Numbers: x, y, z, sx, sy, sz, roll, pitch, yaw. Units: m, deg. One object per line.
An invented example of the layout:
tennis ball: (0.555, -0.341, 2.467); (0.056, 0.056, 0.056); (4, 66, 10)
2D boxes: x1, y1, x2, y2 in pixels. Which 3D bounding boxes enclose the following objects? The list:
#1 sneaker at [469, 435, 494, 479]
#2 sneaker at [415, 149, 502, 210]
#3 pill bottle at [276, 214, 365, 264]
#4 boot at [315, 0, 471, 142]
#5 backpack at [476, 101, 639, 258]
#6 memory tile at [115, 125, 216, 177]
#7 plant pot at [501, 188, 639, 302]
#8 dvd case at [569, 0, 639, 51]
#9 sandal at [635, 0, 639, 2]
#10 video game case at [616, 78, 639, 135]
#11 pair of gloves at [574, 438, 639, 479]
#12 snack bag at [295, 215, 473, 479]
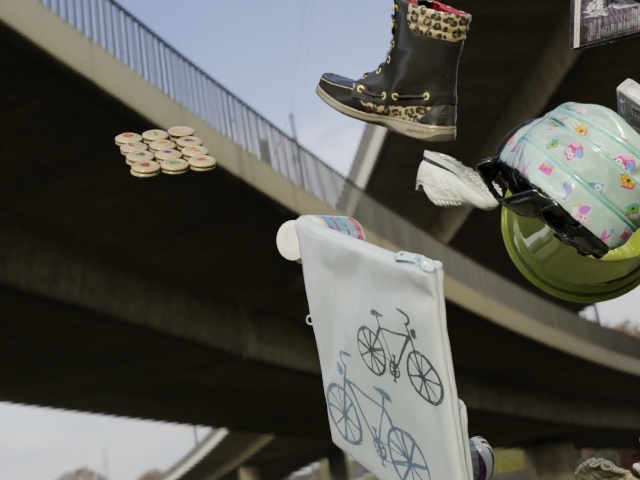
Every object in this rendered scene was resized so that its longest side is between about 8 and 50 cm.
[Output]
sneaker: (0.216, 0.422, 1.508); (0.098, 0.224, 0.083); (-1, 13, -15)
sneaker: (0.277, -0.102, 1.890); (0.090, 0.095, 0.235); (13, 18, -33)
pill bottle: (0.000, 0.000, 1.588); (0.087, 0.087, 0.160); (-22, -12, 34)
boot: (0.162, -0.396, 2.060); (0.138, 0.284, 0.377); (-13, 32, -44)
backpack: (0.230, -0.056, 0.833); (0.152, 0.115, 0.182); (33, 8, -1)
memory tile: (-0.206, -0.120, 1.237); (0.113, 0.148, 0.012); (-7, -62, -21)
plant pot: (0.426, -0.045, 1.445); (0.276, 0.276, 0.254); (-11, -7, 7)
dvd case: (0.614, -0.485, 1.901); (0.221, 0.165, 0.018); (-7, -20, 40)
sandal: (0.233, -0.356, 0.942); (0.445, 0.168, 0.107); (11, -35, -17)
video game case: (0.395, -0.061, 1.004); (0.023, 0.183, 0.201); (-38, -35, -6)
pair of gloves: (0.494, 0.338, 1.293); (0.204, 0.042, 0.240); (33, -42, -4)
snack bag: (0.072, 0.146, 1.095); (0.037, 0.343, 0.323); (-18, 18, -23)
